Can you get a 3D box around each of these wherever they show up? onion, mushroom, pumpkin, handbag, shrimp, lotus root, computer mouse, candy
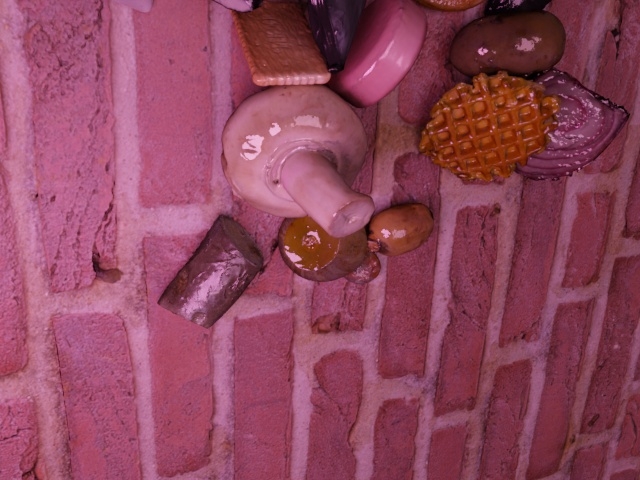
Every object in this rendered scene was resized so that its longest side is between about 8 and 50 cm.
[{"bbox_3d":[0.583,-0.306,1.512,0.315,0.146,0.280,23,126,-21],"label":"onion"},{"bbox_3d":[-0.023,-0.177,1.232,0.356,0.315,0.315,18,104,14],"label":"mushroom"},{"bbox_3d":[-0.001,0.011,1.379,0.218,0.110,0.217,2,105,7],"label":"pumpkin"},{"bbox_3d":[0.042,-0.494,1.142,0.075,0.332,0.191,3,147,17],"label":"handbag"},{"bbox_3d":[0.077,0.050,1.485,0.190,0.042,0.101,33,101,-28],"label":"shrimp"},{"bbox_3d":[0.188,-0.022,1.462,0.221,0.118,0.125,-22,97,-19],"label":"lotus root"},{"bbox_3d":[0.494,-0.598,1.404,0.217,0.073,0.122,-47,119,-1],"label":"computer mouse"},{"bbox_3d":[0.120,-0.405,1.231,0.094,0.255,0.255,29,96,-26],"label":"candy"}]

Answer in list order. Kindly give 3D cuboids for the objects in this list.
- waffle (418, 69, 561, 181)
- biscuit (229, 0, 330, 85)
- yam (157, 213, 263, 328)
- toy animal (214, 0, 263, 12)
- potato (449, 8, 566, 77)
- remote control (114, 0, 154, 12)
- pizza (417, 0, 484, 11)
[{"bbox_3d":[0.411,-0.264,1.421,0.325,0.068,0.302,17,131,-15],"label":"waffle"},{"bbox_3d":[-0.085,-0.397,1.176,0.160,0.249,0.030,-8,147,-19],"label":"biscuit"},{"bbox_3d":[-0.238,0.082,1.319,0.154,0.154,0.254,38,89,-27],"label":"yam"},{"bbox_3d":[-0.121,-0.611,1.080,0.251,0.251,0.310,45,77,-27],"label":"toy animal"},{"bbox_3d":[0.433,-0.451,1.358,0.263,0.165,0.164,-10,113,4],"label":"potato"},{"bbox_3d":[-0.331,-0.599,1.096,0.109,0.055,0.312,14,102,-25],"label":"remote control"},{"bbox_3d":[0.307,-0.588,1.343,0.246,0.058,0.127,-23,116,-11],"label":"pizza"}]
